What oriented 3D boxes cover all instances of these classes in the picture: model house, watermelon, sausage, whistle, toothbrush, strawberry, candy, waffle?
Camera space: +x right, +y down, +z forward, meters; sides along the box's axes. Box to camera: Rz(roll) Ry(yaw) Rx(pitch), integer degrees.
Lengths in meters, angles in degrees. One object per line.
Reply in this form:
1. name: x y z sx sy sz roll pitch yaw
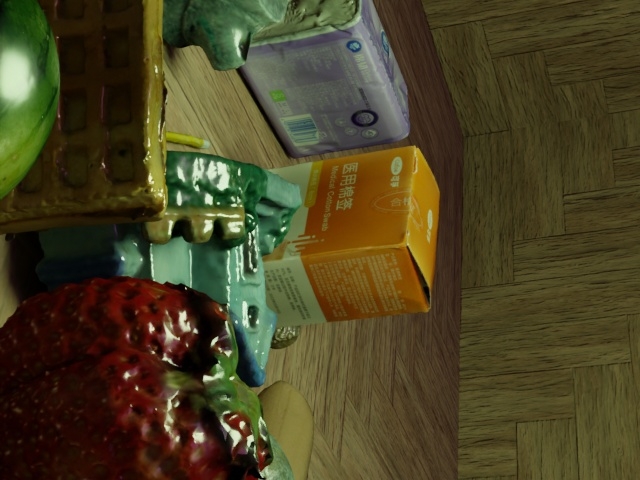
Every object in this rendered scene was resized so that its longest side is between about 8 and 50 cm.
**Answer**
1. model house: -0.180 0.082 1.366 0.295 0.251 0.329 23 67 -71
2. watermelon: -0.328 -0.125 0.946 0.242 0.242 0.242 -8 90 -73
3. sausage: -0.077 0.333 1.761 0.253 0.123 0.123 -72 150 -53
4. whistle: -0.180 -0.452 1.706 0.188 0.168 0.405 -67 141 -61
5. toothbrush: -0.217 -0.149 1.691 0.288 0.021 0.024 -2 94 -74
6. strawberry: -0.203 0.174 1.152 0.238 0.288 0.250 76 -6 -56
7. candy: -0.082 0.125 1.929 0.095 0.085 0.110 -13 84 -82
8. waffle: -0.261 -0.171 1.211 0.098 0.224 0.328 60 26 -71

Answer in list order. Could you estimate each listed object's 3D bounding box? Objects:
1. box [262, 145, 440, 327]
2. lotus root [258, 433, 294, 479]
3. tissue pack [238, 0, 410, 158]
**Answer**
1. box: 0.000 0.000 1.784 0.225 0.341 0.143 -80 157 -45
2. lotus root: -0.109 0.299 1.443 0.349 0.175 0.175 113 -23 -68
3. tissue pack: 0.002 -0.312 2.106 0.338 0.242 0.160 60 25 -53
